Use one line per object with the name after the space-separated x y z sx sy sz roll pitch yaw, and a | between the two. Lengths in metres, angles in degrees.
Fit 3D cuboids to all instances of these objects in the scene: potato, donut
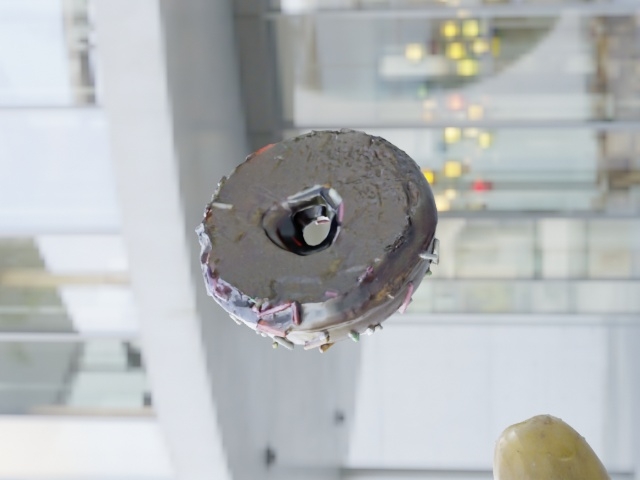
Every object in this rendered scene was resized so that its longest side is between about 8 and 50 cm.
0.307 0.336 2.358 0.146 0.150 0.233 75 176 -67 | potato
0.000 0.000 1.931 0.103 0.270 0.269 65 -156 -48 | donut
